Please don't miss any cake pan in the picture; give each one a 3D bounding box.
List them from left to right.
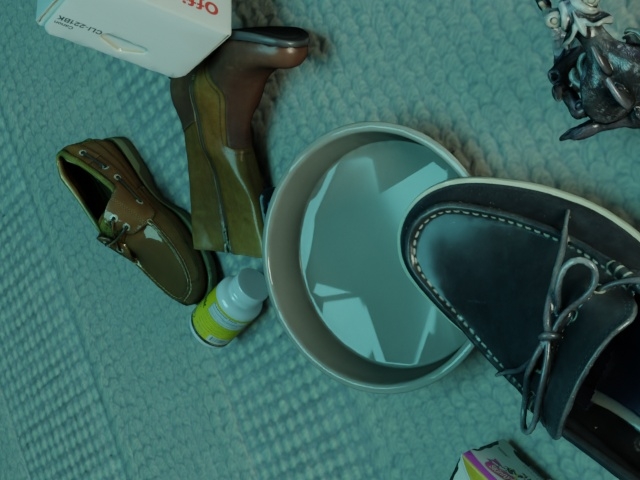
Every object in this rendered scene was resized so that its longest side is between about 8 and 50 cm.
[{"bbox_3d":[0.069,0.017,1.388,0.293,0.054,0.293,4,98,33],"label":"cake pan"}]

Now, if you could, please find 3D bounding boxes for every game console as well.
[{"bbox_3d":[0.000,0.000,1.473,0.124,0.085,0.144,-10,90,65],"label":"game console"}]

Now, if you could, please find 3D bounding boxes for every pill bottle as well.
[{"bbox_3d":[-0.114,0.084,1.631,0.116,0.065,0.065,-43,66,42],"label":"pill bottle"}]

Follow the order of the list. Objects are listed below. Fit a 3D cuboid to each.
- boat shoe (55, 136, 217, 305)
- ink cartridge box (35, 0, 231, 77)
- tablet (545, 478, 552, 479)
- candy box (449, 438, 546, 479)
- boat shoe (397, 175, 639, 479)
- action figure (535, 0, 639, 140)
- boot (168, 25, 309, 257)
[{"bbox_3d":[-0.258,-0.019,1.738,0.307,0.104,0.111,48,128,31],"label":"boat shoe"},{"bbox_3d":[-0.212,-0.353,1.498,0.114,0.197,0.273,-31,52,46],"label":"ink cartridge box"},{"bbox_3d":[0.239,0.294,1.331,0.054,0.006,0.083,-38,69,44],"label":"tablet"},{"bbox_3d":[0.182,0.350,1.347,0.159,0.071,0.233,43,128,35],"label":"candy box"},{"bbox_3d":[0.249,0.094,1.145,0.500,0.156,0.187,38,117,31],"label":"boat shoe"},{"bbox_3d":[0.251,-0.199,1.140,0.164,0.141,0.276,-25,105,38],"label":"action figure"},{"bbox_3d":[-0.094,-0.114,1.555,0.264,0.096,0.280,0,99,45],"label":"boot"}]
